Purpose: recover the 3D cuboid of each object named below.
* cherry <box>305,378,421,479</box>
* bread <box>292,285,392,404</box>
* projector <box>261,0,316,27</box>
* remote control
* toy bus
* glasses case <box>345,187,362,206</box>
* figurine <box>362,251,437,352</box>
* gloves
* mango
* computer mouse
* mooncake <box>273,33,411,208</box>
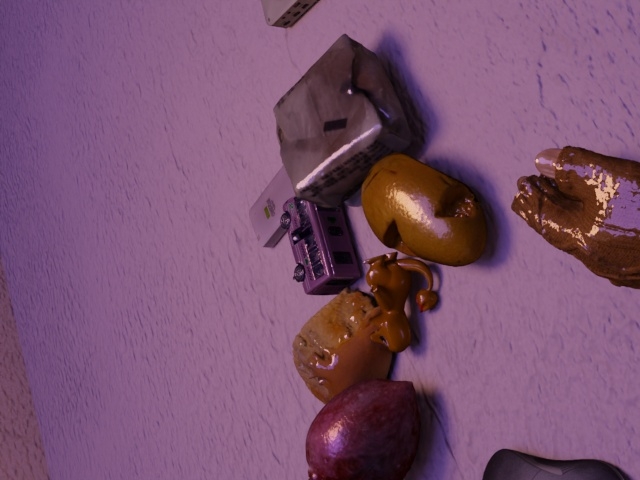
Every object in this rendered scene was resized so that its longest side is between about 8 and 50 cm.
[{"bbox_3d":[0.084,0.334,1.744,0.249,0.192,0.175,-56,12,18],"label":"cherry"},{"bbox_3d":[0.027,0.215,1.865,0.174,0.133,0.251,37,118,51],"label":"bread"},{"bbox_3d":[-0.054,-0.603,2.058,0.257,0.079,0.259,-33,64,48],"label":"projector"},{"bbox_3d":[-0.071,-0.091,2.098,0.250,0.034,0.103,-50,51,40],"label":"remote control"},{"bbox_3d":[0.000,0.000,1.944,0.108,0.096,0.198,-37,61,45],"label":"toy bus"},{"bbox_3d":[0.039,-0.131,1.937,0.178,0.045,0.067,52,127,43],"label":"glasses case"},{"bbox_3d":[0.142,0.108,1.758,0.122,0.121,0.176,2,97,24],"label":"figurine"},{"bbox_3d":[0.394,-0.025,1.312,0.356,0.203,0.155,31,90,44],"label":"gloves"},{"bbox_3d":[0.171,-0.048,1.683,0.262,0.130,0.167,29,112,46],"label":"mango"},{"bbox_3d":[0.309,0.399,1.508,0.379,0.090,0.167,-8,81,55],"label":"computer mouse"},{"bbox_3d":[0.035,-0.210,1.843,0.254,0.136,0.250,-37,51,27],"label":"mooncake"}]
